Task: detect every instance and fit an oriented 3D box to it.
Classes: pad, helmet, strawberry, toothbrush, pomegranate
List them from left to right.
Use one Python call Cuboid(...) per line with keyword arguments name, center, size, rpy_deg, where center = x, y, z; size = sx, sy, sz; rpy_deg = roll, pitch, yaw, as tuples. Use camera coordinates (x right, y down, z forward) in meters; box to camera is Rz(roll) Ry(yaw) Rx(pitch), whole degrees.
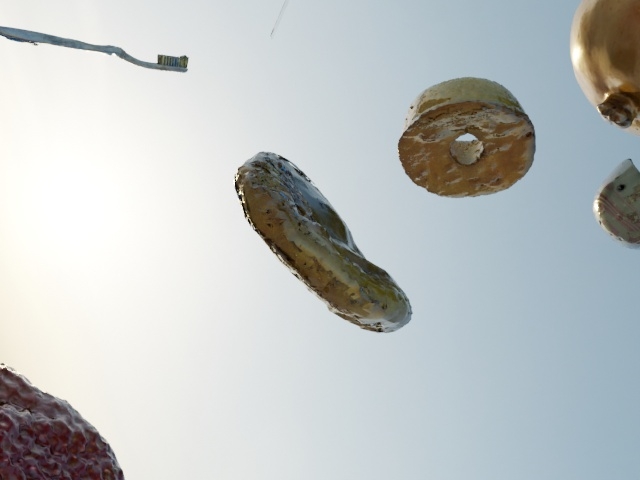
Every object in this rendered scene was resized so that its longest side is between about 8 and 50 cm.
Cuboid(name="strawberry", center=(-0.375, 0.275, 0.728), size=(0.267, 0.351, 0.312), rpy_deg=(-28, -121, 50))
Cuboid(name="toothbrush", center=(-0.453, -0.382, 1.366), size=(0.035, 0.413, 0.042), rpy_deg=(17, -77, 53))
Cuboid(name="pad", center=(-0.082, -0.585, 1.677), size=(0.193, 0.004, 0.116), rpy_deg=(-63, -166, 15))
Cuboid(name="helmet", center=(0.542, -0.043, 1.204), size=(0.153, 0.107, 0.177), rpy_deg=(46, -7, 25))
Cuboid(name="pomegranate", center=(0.676, -0.371, 1.332), size=(0.411, 0.411, 0.412), rpy_deg=(41, -37, 40))

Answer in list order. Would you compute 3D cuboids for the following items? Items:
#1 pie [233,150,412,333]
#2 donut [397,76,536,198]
Cuboid(name="pie", center=(-0.001, 0.001, 0.754), size=(0.273, 0.069, 0.273), rpy_deg=(47, 6, -6))
Cuboid(name="donut", center=(0.284, -0.205, 1.341), size=(0.278, 0.277, 0.109), rpy_deg=(116, -18, -56))
